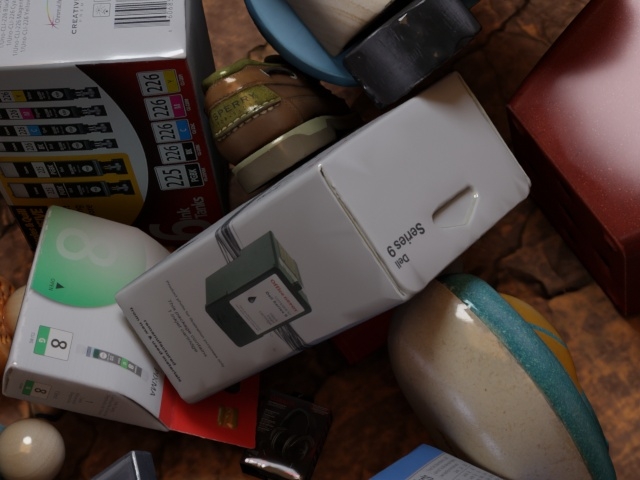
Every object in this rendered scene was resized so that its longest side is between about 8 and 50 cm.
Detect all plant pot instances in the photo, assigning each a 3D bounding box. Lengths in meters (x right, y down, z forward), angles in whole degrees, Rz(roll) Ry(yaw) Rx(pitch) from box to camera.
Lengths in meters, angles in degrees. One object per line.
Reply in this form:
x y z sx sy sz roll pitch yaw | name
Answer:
0.320 -0.088 1.116 0.235 0.267 0.267 -32 64 -1 | plant pot

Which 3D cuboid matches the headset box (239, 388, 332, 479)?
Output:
-0.029 0.177 1.102 0.062 0.032 0.083 17 65 12 | headset box

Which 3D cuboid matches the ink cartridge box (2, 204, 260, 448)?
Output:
-0.152 0.076 1.085 0.224 0.056 0.181 14 47 -13 | ink cartridge box

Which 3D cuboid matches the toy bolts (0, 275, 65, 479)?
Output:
-0.310 0.121 1.051 0.158 0.218 0.229 -15 69 9 | toy bolts

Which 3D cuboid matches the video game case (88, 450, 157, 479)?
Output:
-0.172 0.332 0.960 0.196 0.026 0.274 -37 58 31 | video game case

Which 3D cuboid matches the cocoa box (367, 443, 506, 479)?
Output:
0.080 0.347 0.820 0.228 0.231 0.347 24 94 15 | cocoa box

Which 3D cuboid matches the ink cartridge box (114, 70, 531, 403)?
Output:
0.000 0.000 1.013 0.122 0.289 0.211 56 44 -4 | ink cartridge box

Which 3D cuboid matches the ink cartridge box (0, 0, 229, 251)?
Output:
-0.232 -0.117 1.114 0.271 0.309 0.130 -3 61 2 | ink cartridge box

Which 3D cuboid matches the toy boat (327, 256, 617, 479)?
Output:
0.128 0.096 1.043 0.148 0.267 0.318 -39 35 -10 | toy boat

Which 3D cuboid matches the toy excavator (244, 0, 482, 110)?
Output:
0.103 -0.306 1.154 0.433 0.445 0.222 -40 95 -9 | toy excavator

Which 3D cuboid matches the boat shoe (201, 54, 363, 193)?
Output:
-0.036 -0.121 1.114 0.110 0.307 0.104 -32 93 6 | boat shoe
